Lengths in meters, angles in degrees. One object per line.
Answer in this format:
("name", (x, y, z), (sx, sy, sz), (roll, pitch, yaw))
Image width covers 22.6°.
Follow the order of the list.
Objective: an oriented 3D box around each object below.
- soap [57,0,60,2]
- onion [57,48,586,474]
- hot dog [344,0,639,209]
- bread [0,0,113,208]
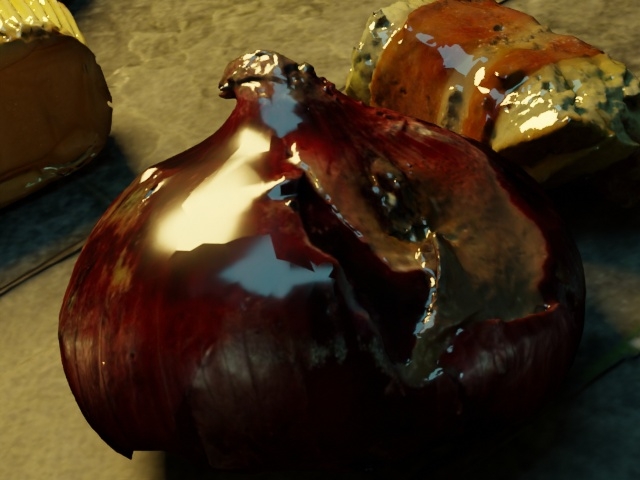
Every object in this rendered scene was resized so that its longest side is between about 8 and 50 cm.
("soap", (-0.344, -0.179, 1.221), (0.208, 0.115, 0.347), (6, 42, 27))
("onion", (0.000, 0.000, 0.805), (0.272, 0.195, 0.272), (-7, 24, 3))
("hot dog", (0.110, -0.077, 0.951), (0.146, 0.103, 0.213), (-10, 34, -38))
("bread", (-0.239, -0.090, 1.054), (0.190, 0.132, 0.114), (-21, 37, -15))
